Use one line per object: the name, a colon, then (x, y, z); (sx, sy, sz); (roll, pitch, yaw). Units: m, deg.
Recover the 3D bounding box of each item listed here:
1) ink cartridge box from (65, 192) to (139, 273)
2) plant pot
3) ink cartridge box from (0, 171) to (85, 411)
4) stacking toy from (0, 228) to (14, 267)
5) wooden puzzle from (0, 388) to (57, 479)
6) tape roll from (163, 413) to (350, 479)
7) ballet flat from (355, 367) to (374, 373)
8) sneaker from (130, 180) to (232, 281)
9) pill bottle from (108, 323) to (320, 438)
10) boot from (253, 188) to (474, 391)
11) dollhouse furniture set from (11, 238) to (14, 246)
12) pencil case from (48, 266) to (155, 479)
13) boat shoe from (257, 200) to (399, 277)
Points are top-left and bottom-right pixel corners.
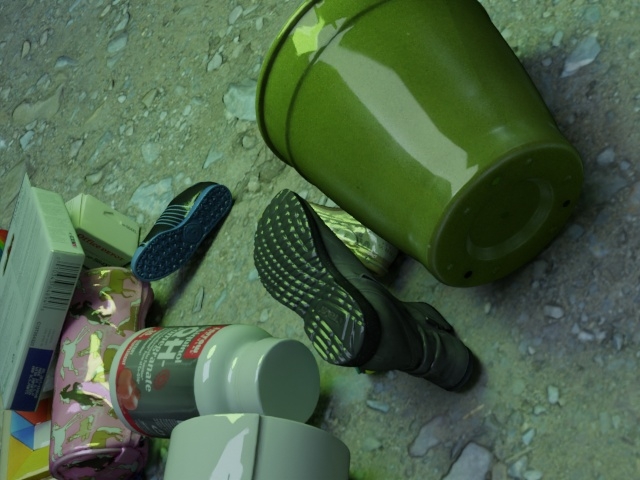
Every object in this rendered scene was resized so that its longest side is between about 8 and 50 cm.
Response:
ink cartridge box: (-0.476, 0.010, 2.063); (0.203, 0.148, 0.086); (-27, 48, 32)
plant pot: (0.155, -0.136, 1.416); (0.366, 0.366, 0.353); (-46, 52, 11)
ink cartridge box: (-0.525, 0.087, 1.925); (0.324, 0.071, 0.330); (-69, 28, 20)
stacking toy: (-0.711, 0.034, 2.213); (0.141, 0.141, 0.330); (-50, 7, 6)
wooden puzzle: (-0.482, 0.353, 1.879); (0.238, 0.044, 0.221); (-23, 47, 15)
tape roll: (-0.088, 0.347, 1.371); (0.246, 0.246, 0.169); (-18, 53, 36)
ballet flat: (0.047, 0.102, 1.551); (0.077, 0.077, 0.231); (-29, 45, -2)
sneaker: (-0.260, -0.018, 1.902); (0.232, 0.081, 0.090); (-45, 29, -20)
pill bottle: (-0.158, 0.214, 1.584); (0.318, 0.176, 0.176); (-6, 60, 42)
boot: (0.052, 0.076, 1.440); (0.118, 0.222, 0.338); (-52, 42, 23)
dollhouse furniture set: (-0.625, -0.024, 2.302); (0.058, 0.076, 0.152); (-27, 44, 47)
pencil case: (-0.367, 0.226, 1.802); (0.160, 0.167, 0.386); (114, 157, -47)
boat shoe: (0.000, 0.000, 1.630); (0.285, 0.104, 0.089); (3, 63, 45)
